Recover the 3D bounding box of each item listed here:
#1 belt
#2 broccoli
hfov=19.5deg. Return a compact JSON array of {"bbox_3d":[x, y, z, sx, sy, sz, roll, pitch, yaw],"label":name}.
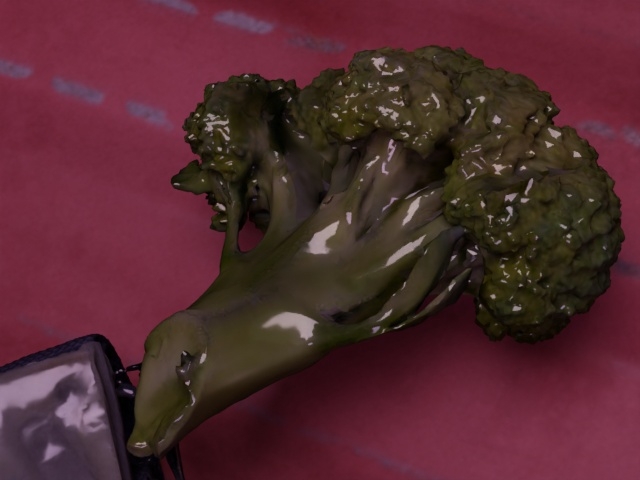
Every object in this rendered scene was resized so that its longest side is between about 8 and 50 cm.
[{"bbox_3d":[-0.137,0.166,1.114,0.126,0.139,0.230,-19,59,5],"label":"belt"},{"bbox_3d":[0.010,-0.032,1.124,0.302,0.186,0.254,-8,43,-15],"label":"broccoli"}]
